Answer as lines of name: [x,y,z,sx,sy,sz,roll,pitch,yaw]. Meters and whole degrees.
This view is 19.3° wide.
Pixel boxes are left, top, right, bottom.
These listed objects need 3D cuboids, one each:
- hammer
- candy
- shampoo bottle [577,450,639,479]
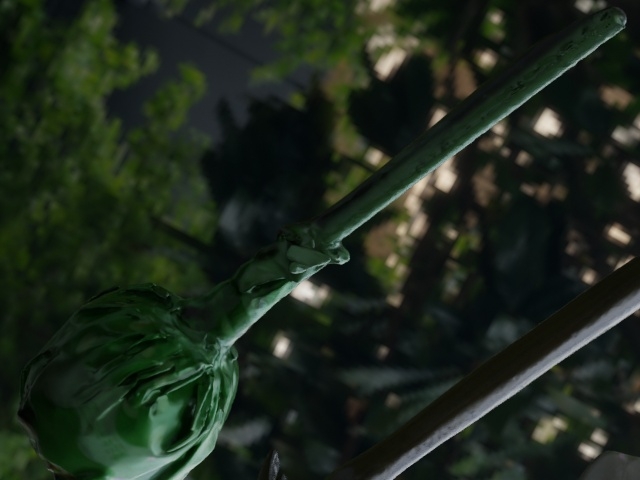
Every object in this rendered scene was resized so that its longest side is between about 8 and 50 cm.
hammer: [0.134,0.134,1.587,0.440,0.044,0.168,-32,-152,-25]
candy: [-0.001,0.000,0.813,0.323,0.097,0.097,-39,-156,14]
shampoo bottle: [0.172,0.213,1.196,0.227,0.056,0.086,90,16,-61]
